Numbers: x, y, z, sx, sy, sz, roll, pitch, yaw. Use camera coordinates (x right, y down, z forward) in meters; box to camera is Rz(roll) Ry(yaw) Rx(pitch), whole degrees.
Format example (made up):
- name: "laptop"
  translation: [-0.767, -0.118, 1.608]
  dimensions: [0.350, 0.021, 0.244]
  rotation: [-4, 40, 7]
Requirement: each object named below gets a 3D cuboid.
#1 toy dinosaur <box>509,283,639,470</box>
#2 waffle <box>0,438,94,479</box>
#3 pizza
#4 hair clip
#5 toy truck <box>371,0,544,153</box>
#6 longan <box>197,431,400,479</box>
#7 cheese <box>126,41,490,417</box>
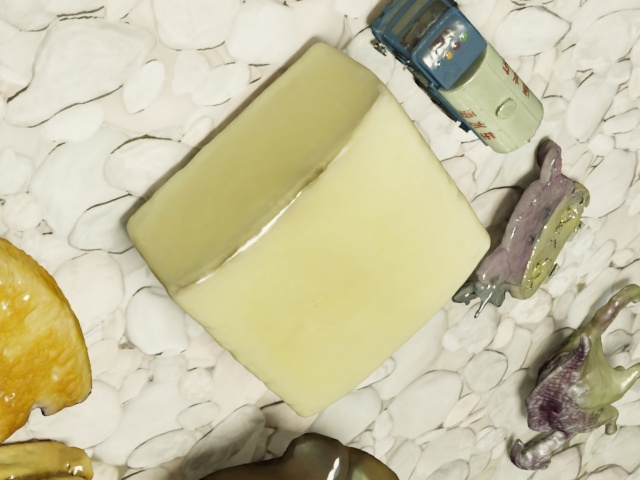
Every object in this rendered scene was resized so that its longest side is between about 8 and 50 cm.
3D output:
- name: "toy dinosaur"
  translation: [0.302, 0.172, 1.775]
  dimensions: [0.162, 0.077, 0.294]
  rotation: [-24, 137, -24]
- name: "waffle"
  translation: [-0.351, 0.286, 1.294]
  dimensions: [0.328, 0.098, 0.224]
  rotation: [-2, 123, -41]
- name: "pizza"
  translation: [-0.336, 0.090, 1.121]
  dimensions: [0.409, 0.114, 0.277]
  rotation: [9, 116, -44]
- name: "hair clip"
  translation: [0.209, 0.003, 1.568]
  dimensions: [0.187, 0.056, 0.146]
  rotation: [-51, 147, 3]
- name: "toy truck"
  translation: [0.125, -0.142, 1.340]
  dimensions: [0.074, 0.088, 0.202]
  rotation: [-47, 141, 4]
- name: "longan"
  translation: [-0.031, 0.317, 1.486]
  dimensions: [0.300, 0.243, 0.300]
  rotation: [-42, 143, -43]
- name: "cheese"
  translation: [0.000, 0.000, 1.331]
  dimensions: [0.242, 0.124, 0.265]
  rotation: [-41, 140, 0]
